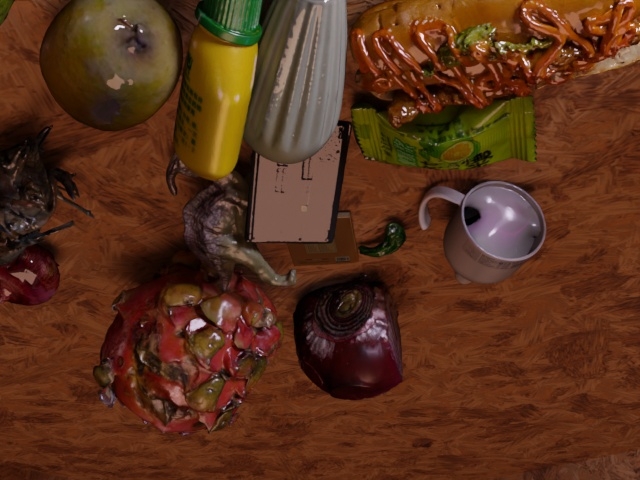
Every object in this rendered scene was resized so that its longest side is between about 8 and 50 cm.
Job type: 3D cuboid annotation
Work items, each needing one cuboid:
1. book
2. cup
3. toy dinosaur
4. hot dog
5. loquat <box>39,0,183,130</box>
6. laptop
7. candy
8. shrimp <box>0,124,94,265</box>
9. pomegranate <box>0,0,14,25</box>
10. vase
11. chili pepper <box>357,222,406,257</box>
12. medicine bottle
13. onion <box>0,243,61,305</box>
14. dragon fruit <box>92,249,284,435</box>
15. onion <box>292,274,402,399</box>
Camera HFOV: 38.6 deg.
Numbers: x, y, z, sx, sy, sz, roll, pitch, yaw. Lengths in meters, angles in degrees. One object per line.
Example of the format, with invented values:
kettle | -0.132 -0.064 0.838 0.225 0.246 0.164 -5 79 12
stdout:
book | 0.000 0.000 1.542 0.118 0.012 0.172 -4 153 5
cup | 0.239 -0.002 1.417 0.173 0.134 0.142 4 154 -12
toy dinosaur | -0.128 -0.033 1.357 0.162 0.077 0.294 -5 121 7
hot dog | 0.203 -0.218 1.022 0.348 0.117 0.158 -9 151 16
loquat | -0.236 -0.197 1.025 0.152 0.152 0.195 16 156 -29
laptop | -0.033 -0.079 1.282 0.135 0.016 0.197 2 122 -9
candy | 0.166 -0.140 1.222 0.246 0.069 0.149 -4 155 9
shrimp | -0.412 -0.064 1.303 0.172 0.137 0.372 -26 -178 -42
pomegranate | -0.376 -0.273 0.847 0.214 0.214 0.248 8 -174 -17
vase | -0.027 -0.202 1.049 0.128 0.128 0.248 4 144 -10
chili pepper | 0.112 -0.001 1.527 0.055 0.035 0.118 18 155 -20
medicine bottle | -0.105 -0.207 0.989 0.076 0.111 0.309 -10 137 -28
onion | -0.519 0.075 1.531 0.150 0.140 0.150 6 138 5
dragon fruit | -0.206 0.138 1.568 0.296 0.314 0.263 28 130 -4
onion | 0.049 0.199 1.715 0.206 0.206 0.216 -10 150 16
